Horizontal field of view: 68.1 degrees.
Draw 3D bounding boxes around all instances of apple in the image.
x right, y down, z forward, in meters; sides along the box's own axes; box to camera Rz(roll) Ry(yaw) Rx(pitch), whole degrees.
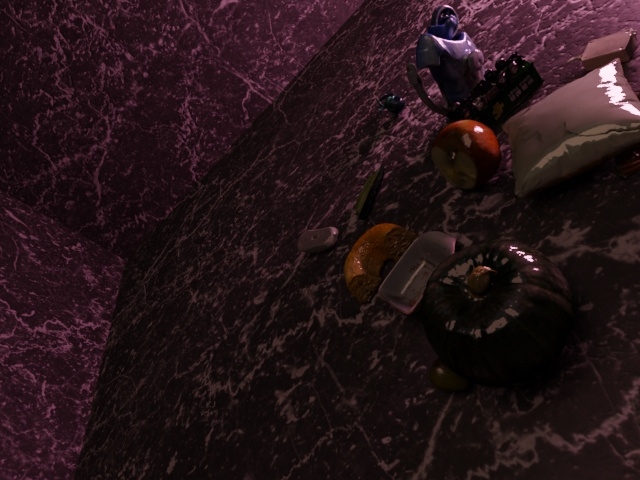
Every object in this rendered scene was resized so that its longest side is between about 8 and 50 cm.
[{"bbox_3d":[0.397,-0.241,1.286,0.195,0.173,0.160,23,80,54],"label":"apple"}]

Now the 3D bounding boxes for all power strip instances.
[{"bbox_3d":[0.723,-0.485,1.228,0.175,0.042,0.075,5,62,56],"label":"power strip"}]

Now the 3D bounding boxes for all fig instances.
[{"bbox_3d":[0.276,0.289,1.010,0.088,0.074,0.074,28,81,37],"label":"fig"}]

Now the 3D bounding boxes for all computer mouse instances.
[{"bbox_3d":[0.000,0.000,1.681,0.181,0.056,0.089,-12,54,38],"label":"computer mouse"}]

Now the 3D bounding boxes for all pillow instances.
[{"bbox_3d":[0.582,-0.261,1.107,0.312,0.119,0.310,-31,31,37],"label":"pillow"}]

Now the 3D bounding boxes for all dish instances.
[{"bbox_3d":[0.268,0.085,1.229,0.234,0.064,0.154,-54,31,0],"label":"dish"}]

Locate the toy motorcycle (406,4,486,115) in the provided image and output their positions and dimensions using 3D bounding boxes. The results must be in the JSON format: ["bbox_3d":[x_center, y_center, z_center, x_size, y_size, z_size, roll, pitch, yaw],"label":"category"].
[{"bbox_3d":[0.396,-0.515,1.427,0.182,0.319,0.241,-14,40,42],"label":"toy motorcycle"}]

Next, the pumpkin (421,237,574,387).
[{"bbox_3d":[0.341,0.136,0.942,0.300,0.207,0.300,-26,41,25],"label":"pumpkin"}]

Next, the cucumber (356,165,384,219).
[{"bbox_3d":[0.163,-0.156,1.636,0.070,0.046,0.220,-6,52,53],"label":"cucumber"}]

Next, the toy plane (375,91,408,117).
[{"bbox_3d":[0.268,-0.524,1.827,0.060,0.096,0.235,-49,13,0],"label":"toy plane"}]

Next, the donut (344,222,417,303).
[{"bbox_3d":[0.153,0.048,1.403,0.259,0.101,0.152,-55,25,4],"label":"donut"}]

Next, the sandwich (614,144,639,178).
[{"bbox_3d":[0.669,-0.180,1.003,0.101,0.026,0.069,-34,34,26],"label":"sandwich"}]

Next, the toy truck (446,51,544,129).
[{"bbox_3d":[0.500,-0.416,1.377,0.259,0.121,0.088,-44,33,13],"label":"toy truck"}]

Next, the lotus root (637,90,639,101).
[{"bbox_3d":[0.738,-0.299,0.980,0.089,0.080,0.179,-51,29,2],"label":"lotus root"}]
